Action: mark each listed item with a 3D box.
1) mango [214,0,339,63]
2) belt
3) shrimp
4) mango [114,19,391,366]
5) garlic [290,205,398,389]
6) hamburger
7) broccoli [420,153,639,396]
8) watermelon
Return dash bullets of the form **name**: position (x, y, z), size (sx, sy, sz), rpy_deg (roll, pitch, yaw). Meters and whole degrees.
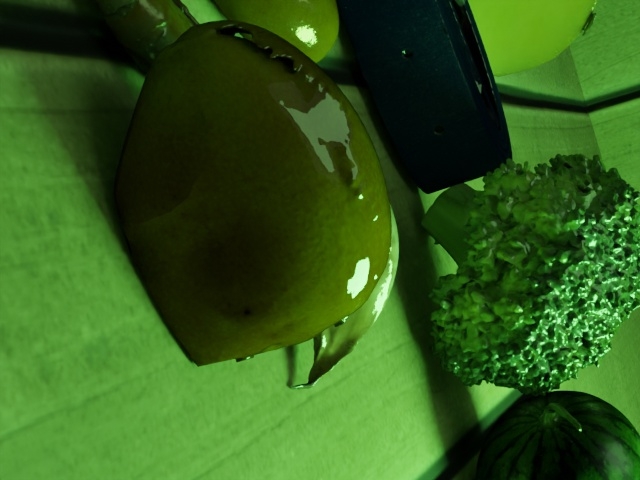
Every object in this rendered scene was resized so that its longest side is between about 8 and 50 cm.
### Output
- **mango**: position (-0.049, -0.221, 1.074), size (0.184, 0.085, 0.102), rpy_deg (45, 34, -42)
- **belt**: position (0.118, -0.230, 1.439), size (0.347, 0.117, 0.212), rpy_deg (66, 21, -17)
- **shrimp**: position (-0.112, -0.158, 0.918), size (0.217, 0.051, 0.115), rpy_deg (52, 28, -39)
- **mango**: position (-0.039, -0.037, 0.854), size (0.136, 0.166, 0.236), rpy_deg (-79, 147, -58)
- **garlic**: position (0.007, -0.001, 1.010), size (0.128, 0.115, 0.206), rpy_deg (-68, 140, -67)
- **hamburger**: position (0.236, -0.356, 1.667), size (0.186, 0.261, 0.302), rpy_deg (-87, 171, -50)
- **broccoli**: position (0.239, 0.026, 1.366), size (0.288, 0.235, 0.260), rpy_deg (-14, 72, -49)
- **watermelon**: position (0.258, 0.249, 1.342), size (0.188, 0.188, 0.214), rpy_deg (-75, 148, -53)
